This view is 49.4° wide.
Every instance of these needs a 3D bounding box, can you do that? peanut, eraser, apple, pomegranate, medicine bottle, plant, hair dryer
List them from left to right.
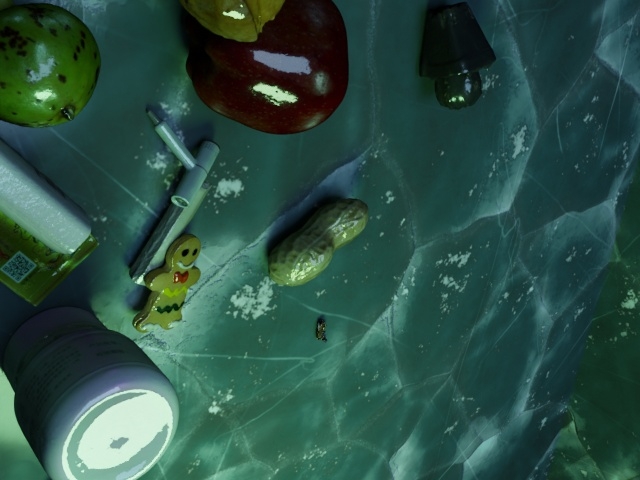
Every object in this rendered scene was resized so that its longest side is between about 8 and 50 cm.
[{"bbox_3d":[-0.503,-0.099,1.101,0.094,0.174,0.270,-51,135,-11],"label":"eraser"},{"bbox_3d":[-0.466,-0.296,1.098,0.211,0.211,0.263,-32,89,-25],"label":"pomegranate"},{"bbox_3d":[-0.444,0.286,1.313,0.256,0.325,0.256,-21,124,-34],"label":"medicine bottle"},{"bbox_3d":[-0.296,-0.177,1.377,0.183,0.044,0.154,42,54,-33],"label":"hair dryer"},{"bbox_3d":[-0.094,-0.351,1.325,0.317,0.288,0.288,2,111,-32],"label":"apple"},{"bbox_3d":[0.000,0.000,1.688,0.298,0.136,0.120,-42,130,-17],"label":"peanut"},{"bbox_3d":[0.336,-0.456,1.729,0.142,0.164,0.256,-23,114,-31],"label":"plant"}]

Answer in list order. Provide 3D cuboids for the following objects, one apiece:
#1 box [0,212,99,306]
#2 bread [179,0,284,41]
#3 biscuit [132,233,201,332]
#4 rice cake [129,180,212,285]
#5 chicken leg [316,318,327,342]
[{"bbox_3d":[-0.561,-0.031,1.242,0.173,0.043,0.311,-48,134,-12],"label":"box"},{"bbox_3d":[-0.184,-0.494,1.103,0.194,0.340,0.179,-39,176,-15],"label":"bread"},{"bbox_3d":[-0.315,0.096,1.493,0.158,0.035,0.240,-9,127,-59],"label":"biscuit"},{"bbox_3d":[-0.315,-0.022,1.457,0.057,0.052,0.256,32,90,-49],"label":"rice cake"},{"bbox_3d":[0.001,0.252,1.904,0.036,0.021,0.083,-32,131,-37],"label":"chicken leg"}]
